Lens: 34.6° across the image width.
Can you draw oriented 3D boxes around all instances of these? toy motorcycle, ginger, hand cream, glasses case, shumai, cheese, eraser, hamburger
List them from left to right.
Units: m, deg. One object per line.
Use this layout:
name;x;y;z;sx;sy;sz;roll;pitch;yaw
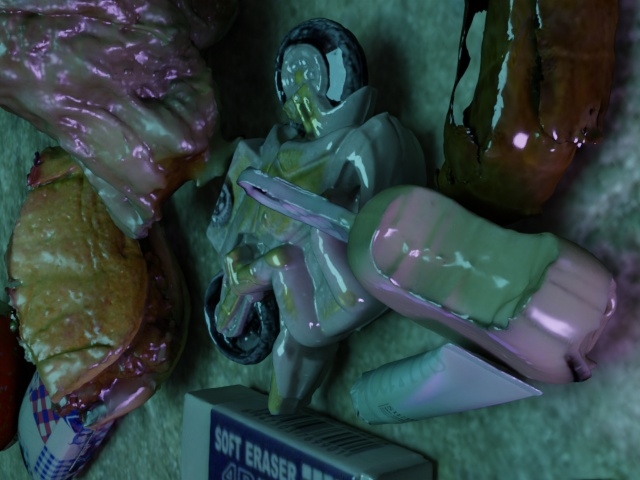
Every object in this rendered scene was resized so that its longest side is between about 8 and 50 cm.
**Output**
glasses case;-0.312;0.199;1.297;0.327;0.076;0.125;-54;55;39
shumai;-0.213;-0.126;0.981;0.267;0.314;0.262;0;97;38
hamburger;-0.241;0.049;1.118;0.245;0.155;0.282;24;77;17
eraser;-0.023;0.223;0.938;0.279;0.081;0.124;12;103;50
toy motorcycle;0.000;0.000;0.876;0.223;0.108;0.341;42;125;31
cheese;0.063;0.010;0.714;0.286;0.163;0.082;23;78;20
hand cream;0.083;0.110;0.782;0.050;0.078;0.205;-65;12;-22
ginger;0.136;-0.155;0.692;0.133;0.107;0.309;14;107;45

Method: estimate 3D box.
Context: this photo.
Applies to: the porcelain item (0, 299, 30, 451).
porcelain item;-0.490;0.174;1.432;0.253;0.253;0.253;6;98;51
